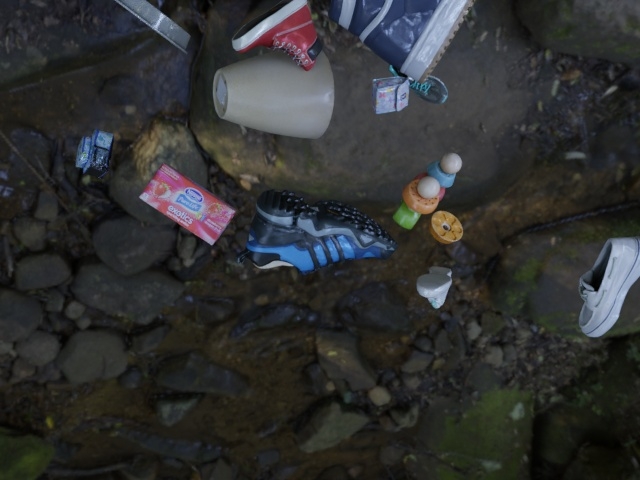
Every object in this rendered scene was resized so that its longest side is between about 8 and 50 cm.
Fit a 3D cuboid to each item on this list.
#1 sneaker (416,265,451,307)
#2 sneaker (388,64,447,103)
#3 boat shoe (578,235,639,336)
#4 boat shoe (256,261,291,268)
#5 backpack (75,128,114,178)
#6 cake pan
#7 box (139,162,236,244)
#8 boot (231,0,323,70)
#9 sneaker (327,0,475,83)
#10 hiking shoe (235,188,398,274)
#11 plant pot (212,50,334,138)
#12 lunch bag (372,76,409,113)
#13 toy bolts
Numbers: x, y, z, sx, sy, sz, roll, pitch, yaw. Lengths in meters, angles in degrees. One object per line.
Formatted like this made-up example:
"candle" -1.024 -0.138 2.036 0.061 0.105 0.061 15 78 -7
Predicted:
"sneaker" 0.289 0.129 1.469 0.080 0.212 0.094 9 101 21
"sneaker" 0.229 -0.382 1.411 0.076 0.167 0.065 -31 155 -57
"boat shoe" 0.503 0.079 1.052 0.076 0.083 0.226 10 124 -1
"boat shoe" -0.071 0.022 1.321 0.170 0.063 0.059 -14 157 -36
"backpack" -0.588 -0.232 1.528 0.084 0.114 0.105 17 164 -28
"cake pan" -0.510 -0.670 1.748 0.293 0.293 0.054 31 98 -39
"box" -0.393 -0.109 1.762 0.257 0.122 0.128 35 90 -8
"boot" -0.094 -0.476 1.442 0.244 0.088 0.176 -43 125 -28
"sneaker" 0.111 -0.315 0.577 0.153 0.099 0.282 30 115 1
"hiking shoe" 0.000 0.000 1.053 0.304 0.113 0.132 14 116 -33
"plant pot" -0.143 -0.402 1.599 0.274 0.256 0.256 -7 137 -26
"lunch bag" 0.164 -0.337 1.354 0.084 0.053 0.071 -10 136 -8
"toy bolts" 0.340 -0.130 1.625 0.218 0.228 0.158 30 142 -5
